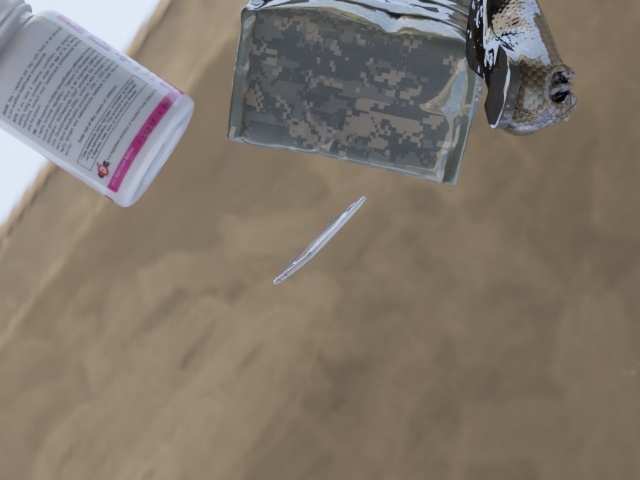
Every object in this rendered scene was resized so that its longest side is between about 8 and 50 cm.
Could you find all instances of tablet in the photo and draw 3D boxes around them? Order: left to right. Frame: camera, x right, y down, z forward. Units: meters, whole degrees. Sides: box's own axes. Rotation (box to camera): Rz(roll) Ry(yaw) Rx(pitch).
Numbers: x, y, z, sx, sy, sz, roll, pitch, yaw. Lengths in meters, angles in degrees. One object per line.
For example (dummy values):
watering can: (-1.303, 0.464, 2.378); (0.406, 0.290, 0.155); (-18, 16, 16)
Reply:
tablet: (0.000, 0.000, 1.171); (0.054, 0.006, 0.083); (-38, -174, 48)

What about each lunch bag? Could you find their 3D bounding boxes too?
lunch bag: (0.055, -0.193, 1.568); (0.235, 0.287, 0.169); (12, -64, 6)

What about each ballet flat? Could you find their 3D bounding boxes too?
ballet flat: (0.146, -0.145, 1.134); (0.250, 0.058, 0.084); (-92, -169, -61)

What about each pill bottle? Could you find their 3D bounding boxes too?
pill bottle: (-0.311, -0.180, 1.899); (0.283, 0.160, 0.160); (33, -82, -1)
